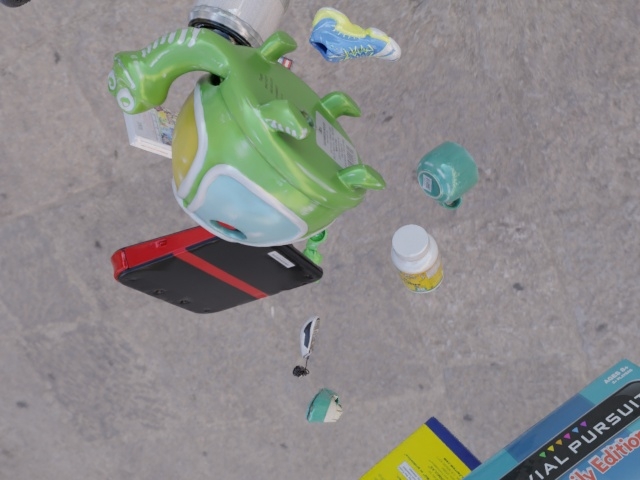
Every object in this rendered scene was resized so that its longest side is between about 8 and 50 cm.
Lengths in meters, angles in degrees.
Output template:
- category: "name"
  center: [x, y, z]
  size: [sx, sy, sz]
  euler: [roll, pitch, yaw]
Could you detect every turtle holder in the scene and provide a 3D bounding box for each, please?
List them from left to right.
- category: "turtle holder"
  center: [-0.093, -0.117, 0.777]
  size: [0.227, 0.320, 0.243]
  euler: [-36, 63, 26]

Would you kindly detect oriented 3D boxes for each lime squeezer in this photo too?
- category: "lime squeezer"
  center: [0.000, 0.000, 1.594]
  size: [0.059, 0.110, 0.310]
  euler: [26, 122, 30]

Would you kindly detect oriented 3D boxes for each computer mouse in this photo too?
- category: "computer mouse"
  center: [-0.044, 0.308, 1.780]
  size: [0.042, 0.106, 0.192]
  euler: [13, 89, 16]

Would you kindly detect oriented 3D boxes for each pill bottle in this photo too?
- category: "pill bottle"
  center: [0.242, 0.045, 1.525]
  size: [0.118, 0.117, 0.208]
  euler: [-2, 154, 17]

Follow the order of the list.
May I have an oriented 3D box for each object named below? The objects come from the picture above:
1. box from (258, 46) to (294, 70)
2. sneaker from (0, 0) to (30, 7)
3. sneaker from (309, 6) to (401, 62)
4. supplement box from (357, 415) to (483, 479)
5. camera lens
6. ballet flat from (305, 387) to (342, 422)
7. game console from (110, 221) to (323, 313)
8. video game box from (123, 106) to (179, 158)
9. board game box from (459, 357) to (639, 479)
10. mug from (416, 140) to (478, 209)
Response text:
- category: "box"
  center: [-0.133, -0.404, 1.526]
  size: [0.094, 0.027, 0.137]
  euler: [21, 101, 0]
- category: "sneaker"
  center: [-0.290, -0.308, 0.602]
  size: [0.082, 0.209, 0.069]
  euler: [36, 133, -28]
- category: "sneaker"
  center: [0.079, -0.487, 1.541]
  size: [0.240, 0.091, 0.126]
  euler: [27, 81, 2]
- category: "supplement box"
  center: [0.125, 0.508, 1.014]
  size: [0.195, 0.357, 0.194]
  euler: [42, 153, 33]
- category: "camera lens"
  center: [-0.211, -0.622, 1.615]
  size: [0.220, 0.219, 0.274]
  euler: [22, 77, 4]
- category: "ballet flat"
  center: [0.019, 0.449, 1.642]
  size: [0.087, 0.247, 0.083]
  euler: [21, 88, 7]
- category: "game console"
  center: [-0.213, 0.059, 1.308]
  size: [0.342, 0.060, 0.386]
  euler: [-19, 156, 15]
- category: "video game box"
  center: [-0.472, -0.325, 1.764]
  size: [0.187, 0.205, 0.048]
  euler: [14, 128, -37]
- category: "board game box"
  center: [0.321, 0.284, 0.558]
  size: [0.254, 0.336, 0.079]
  euler: [-34, 117, -7]
- category: "mug"
  center: [0.296, -0.142, 1.422]
  size: [0.157, 0.097, 0.129]
  euler: [58, 158, -5]
